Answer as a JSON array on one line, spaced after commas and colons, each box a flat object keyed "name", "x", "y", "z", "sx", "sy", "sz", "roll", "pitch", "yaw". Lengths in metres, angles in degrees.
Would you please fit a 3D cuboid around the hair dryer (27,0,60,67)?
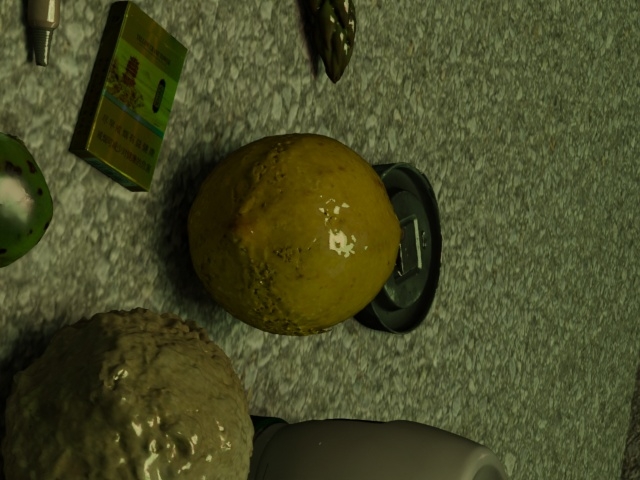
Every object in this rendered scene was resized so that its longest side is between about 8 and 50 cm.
[{"name": "hair dryer", "x": -0.308, "y": -0.304, "z": 1.326, "sx": 0.195, "sy": 0.054, "sz": 0.220, "roll": 21, "pitch": 80, "yaw": -57}]

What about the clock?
[{"name": "clock", "x": 0.115, "y": 0.012, "z": 2.027, "sx": 0.280, "sy": 0.055, "sz": 0.280, "roll": -3, "pitch": 94, "yaw": -59}]

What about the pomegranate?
[{"name": "pomegranate", "x": -0.326, "y": -0.026, "z": 1.228, "sx": 0.143, "sy": 0.122, "sz": 0.169, "roll": 90, "pitch": 9, "yaw": -72}]

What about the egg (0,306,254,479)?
[{"name": "egg", "x": -0.203, "y": 0.212, "z": 1.322, "sx": 0.310, "sy": 0.279, "sz": 0.279, "roll": -88, "pitch": 161, "yaw": -56}]

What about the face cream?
[{"name": "face cream", "x": 0.046, "y": 0.340, "z": 1.626, "sx": 0.312, "sy": 0.357, "sz": 0.219, "roll": 19, "pitch": 72, "yaw": -62}]

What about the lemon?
[{"name": "lemon", "x": -0.027, "y": -0.009, "z": 1.595, "sx": 0.310, "sy": 0.258, "sz": 0.258, "roll": -22, "pitch": 110, "yaw": -60}]

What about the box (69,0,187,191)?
[{"name": "box", "x": -0.222, "y": -0.169, "z": 1.481, "sx": 0.121, "sy": 0.030, "sz": 0.193, "roll": 38, "pitch": 59, "yaw": -53}]

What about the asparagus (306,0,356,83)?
[{"name": "asparagus", "x": 0.012, "y": -0.369, "z": 1.814, "sx": 0.080, "sy": 0.080, "sz": 0.287, "roll": -24, "pitch": 113, "yaw": -56}]
